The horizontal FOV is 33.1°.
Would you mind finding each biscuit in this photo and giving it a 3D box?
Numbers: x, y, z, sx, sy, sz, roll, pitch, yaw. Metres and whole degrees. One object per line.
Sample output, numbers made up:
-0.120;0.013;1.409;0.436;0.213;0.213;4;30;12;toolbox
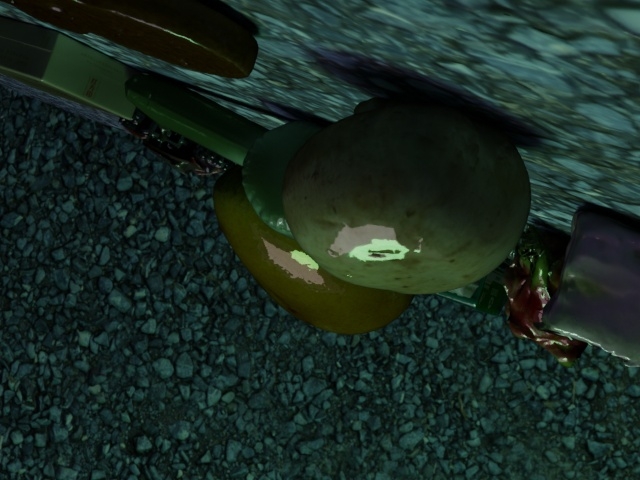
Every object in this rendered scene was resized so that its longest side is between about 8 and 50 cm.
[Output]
-0.152;-0.156;0.684;0.236;0.039;0.180;21;177;-8;biscuit

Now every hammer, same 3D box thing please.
-0.085;-0.098;1.155;0.336;0.118;0.206;28;-179;24;hammer

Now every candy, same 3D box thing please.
0.327;0.072;0.935;0.265;0.115;0.155;21;179;10;candy

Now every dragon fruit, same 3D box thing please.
0.280;0.057;1.257;0.137;0.135;0.236;27;164;22;dragon fruit

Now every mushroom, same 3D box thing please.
0.058;-0.033;0.718;0.166;0.127;0.166;3;165;1;mushroom

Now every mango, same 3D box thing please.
0.000;0.000;1.518;0.264;0.221;0.378;25;173;39;mango

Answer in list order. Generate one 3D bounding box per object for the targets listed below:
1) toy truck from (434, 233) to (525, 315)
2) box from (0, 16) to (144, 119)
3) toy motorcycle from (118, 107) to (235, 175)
0.198;0.025;1.419;0.114;0.124;0.253;19;180;24;toy truck
-0.318;-0.206;1.256;0.201;0.058;0.141;22;180;41;box
-0.222;-0.155;1.638;0.213;0.084;0.118;29;-178;5;toy motorcycle
